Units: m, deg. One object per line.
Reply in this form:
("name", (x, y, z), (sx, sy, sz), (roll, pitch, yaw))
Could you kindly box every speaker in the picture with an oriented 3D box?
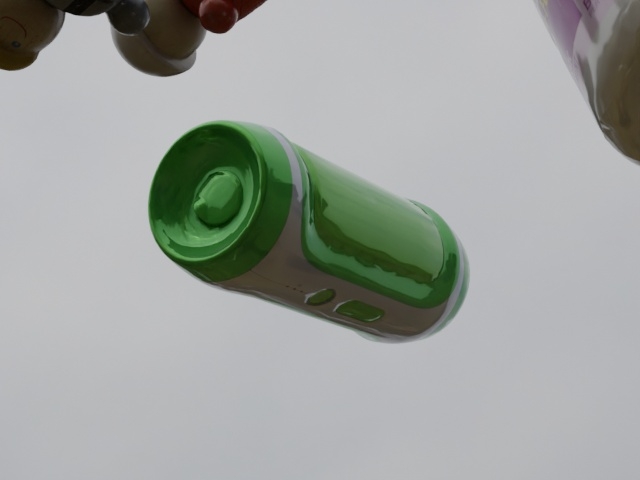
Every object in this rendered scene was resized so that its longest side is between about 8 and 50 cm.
("speaker", (0.000, 0.000, 1.145), (0.131, 0.131, 0.296), (-29, -28, 25))

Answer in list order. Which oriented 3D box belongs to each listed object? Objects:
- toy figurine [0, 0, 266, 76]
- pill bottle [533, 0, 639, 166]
("toy figurine", (-0.127, -0.196, 0.797), (0.148, 0.213, 0.209), (-33, -8, 28))
("pill bottle", (0.176, -0.192, 0.791), (0.169, 0.301, 0.169), (-10, -40, -9))
